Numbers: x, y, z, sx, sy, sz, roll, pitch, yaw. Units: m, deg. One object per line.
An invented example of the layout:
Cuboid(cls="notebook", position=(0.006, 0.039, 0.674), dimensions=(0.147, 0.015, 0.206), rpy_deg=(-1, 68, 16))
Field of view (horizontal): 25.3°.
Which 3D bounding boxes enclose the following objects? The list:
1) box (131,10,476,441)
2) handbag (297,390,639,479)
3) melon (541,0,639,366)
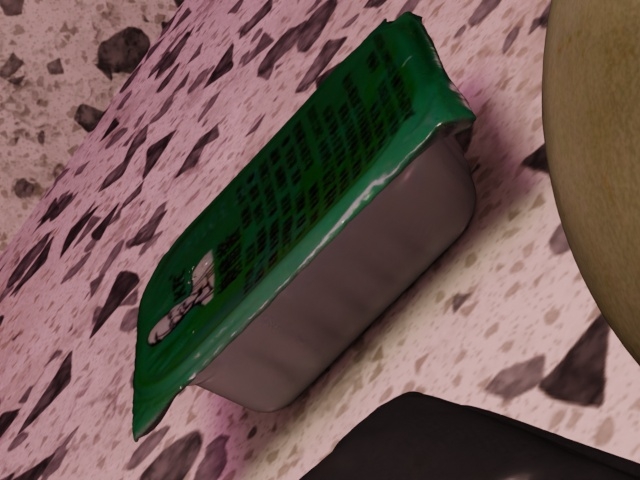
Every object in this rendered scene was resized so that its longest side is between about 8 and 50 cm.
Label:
Cuboid(cls="box", position=(0.000, 0.000, 1.087), dimensions=(0.336, 0.106, 0.264), rpy_deg=(-46, 20, 16))
Cuboid(cls="handbag", position=(0.050, 0.206, 0.520), dimensions=(0.275, 0.178, 0.302), rpy_deg=(-40, 18, -14))
Cuboid(cls="melon", position=(0.210, -0.061, 0.495), dimensions=(0.268, 0.268, 0.330), rpy_deg=(-18, 50, 57))
